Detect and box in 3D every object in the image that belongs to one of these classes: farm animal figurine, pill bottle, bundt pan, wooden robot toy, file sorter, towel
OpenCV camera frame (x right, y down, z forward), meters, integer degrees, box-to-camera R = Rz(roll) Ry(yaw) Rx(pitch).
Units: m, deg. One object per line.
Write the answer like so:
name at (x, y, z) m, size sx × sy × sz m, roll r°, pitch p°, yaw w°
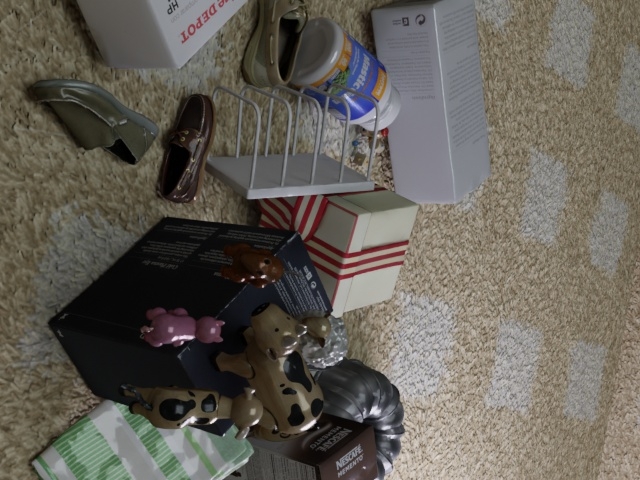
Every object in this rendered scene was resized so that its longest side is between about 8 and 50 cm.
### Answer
farm animal figurine at (-0.093, 0.179, 1.439) m, size 0.326 × 0.172 × 0.330 m, roll 53°, pitch 57°, yaw -37°
pill bottle at (0.053, -0.336, 2.080) m, size 0.272 × 0.152 × 0.152 m, roll 30°, pitch 73°, yaw -47°
bundt pan at (0.079, 0.434, 2.252) m, size 0.331 × 0.124 × 0.330 m, roll -9°, pitch 102°, yaw -49°
wooden robot toy at (0.129, -0.243, 2.252) m, size 0.079 × 0.076 × 0.173 m, roll 19°, pitch 81°, yaw -61°
file sorter at (-0.055, -0.195, 1.864) m, size 0.278 × 0.193 × 0.173 m, roll -6°, pitch 114°, yaw -33°
towel at (-0.306, 0.377, 1.739) m, size 0.325 × 0.038 × 0.247 m, roll -37°, pitch 96°, yaw -24°

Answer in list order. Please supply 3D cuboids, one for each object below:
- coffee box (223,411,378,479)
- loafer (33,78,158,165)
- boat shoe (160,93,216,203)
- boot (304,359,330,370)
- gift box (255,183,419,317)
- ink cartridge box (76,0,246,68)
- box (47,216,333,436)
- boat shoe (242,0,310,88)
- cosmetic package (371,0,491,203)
coffee box at (-0.055, 0.416, 1.953) m, size 0.168 × 0.297 × 0.118 m, roll -26°, pitch 115°, yaw -45°
loafer at (-0.369, -0.194, 1.646) m, size 0.251 × 0.094 × 0.087 m, roll 26°, pitch 72°, yaw -49°
boat shoe at (-0.243, -0.170, 1.815) m, size 0.073 × 0.073 × 0.206 m, roll 10°, pitch 87°, yaw -52°
boot at (-0.054, 0.190, 2.095) m, size 0.247 × 0.083 × 0.161 m, roll 16°, pitch 77°, yaw -51°
gift box at (0.000, 0.000, 2.003) m, size 0.258 × 0.276 × 0.255 m, roll -12°, pitch 118°, yaw -52°
ink cartridge box at (-0.279, -0.513, 1.600) m, size 0.285 × 0.166 × 0.394 m, roll -54°, pitch 139°, yaw -37°
box at (-0.218, 0.129, 1.682) m, size 0.312 × 0.343 × 0.178 m, roll -45°, pitch 126°, yaw -34°
boat shoe at (-0.065, -0.444, 1.964) m, size 0.109 × 0.098 × 0.302 m, roll 26°, pitch 76°, yaw -49°
cosmetic package at (0.264, -0.333, 2.303) m, size 0.230 × 0.162 × 0.453 m, roll -34°, pitch 120°, yaw -52°
